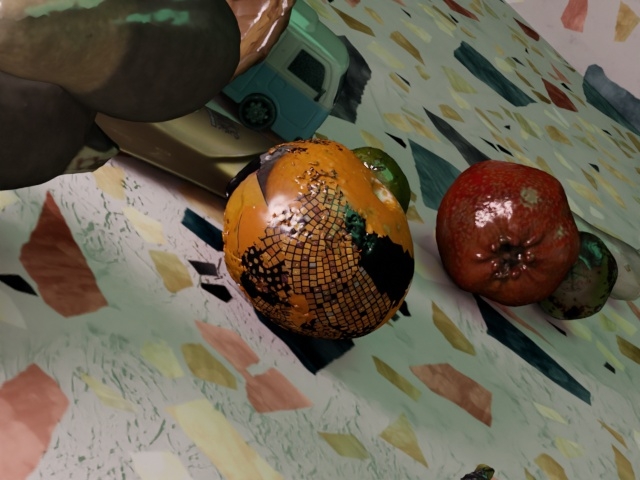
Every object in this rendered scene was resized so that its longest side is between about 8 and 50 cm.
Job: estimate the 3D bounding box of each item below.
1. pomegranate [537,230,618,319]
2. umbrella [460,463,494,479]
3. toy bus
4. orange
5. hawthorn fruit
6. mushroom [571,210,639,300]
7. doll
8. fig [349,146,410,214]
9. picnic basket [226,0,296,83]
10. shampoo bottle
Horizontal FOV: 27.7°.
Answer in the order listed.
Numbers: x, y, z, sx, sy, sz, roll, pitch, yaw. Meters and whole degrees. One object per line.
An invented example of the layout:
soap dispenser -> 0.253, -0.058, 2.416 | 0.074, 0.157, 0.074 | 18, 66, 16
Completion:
pomegranate -> 0.371, 0.046, 1.944 | 0.125, 0.138, 0.163 | 45, 8, 39
umbrella -> 0.151, 0.271, 1.338 | 0.037, 0.040, 0.144 | 50, 27, 3
toy bus -> -0.082, -0.263, 1.754 | 0.271, 0.165, 0.133 | 37, 23, -11
orange -> 0.000, 0.000, 1.419 | 0.234, 0.182, 0.234 | 45, 12, -12
hawthorn fruit -> 0.263, -0.022, 1.836 | 0.205, 0.205, 0.253 | 37, 23, -10
mushroom -> 0.446, 0.003, 2.210 | 0.278, 0.099, 0.096 | 36, 18, -4
doll -> -0.297, -0.147, 0.983 | 0.382, 0.378, 0.252 | -11, 72, -57
fig -> 0.063, -0.056, 1.687 | 0.123, 0.123, 0.156 | 47, 12, 14
picnic basket -> -0.184, -0.333, 1.501 | 0.337, 0.293, 0.337 | 38, -5, 4
shampoo bottle -> -0.137, -0.110, 1.504 | 0.350, 0.084, 0.126 | 26, 25, -34
